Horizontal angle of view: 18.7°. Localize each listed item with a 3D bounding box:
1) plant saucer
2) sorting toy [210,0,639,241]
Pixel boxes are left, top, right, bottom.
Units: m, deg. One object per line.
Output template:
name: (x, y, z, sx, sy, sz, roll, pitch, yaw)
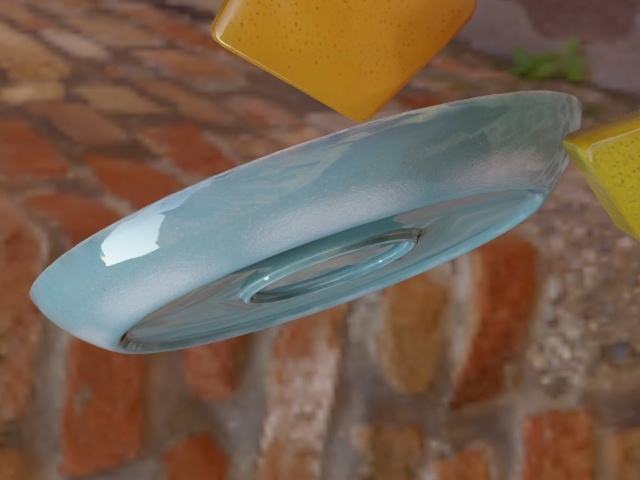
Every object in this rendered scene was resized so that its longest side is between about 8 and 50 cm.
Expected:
plant saucer: (0.000, 0.000, 1.060, 0.317, 0.317, 0.044, -32, 74, 51)
sorting toy: (0.123, -0.129, 0.298, 0.307, 0.229, 0.041, -61, 8, 5)
